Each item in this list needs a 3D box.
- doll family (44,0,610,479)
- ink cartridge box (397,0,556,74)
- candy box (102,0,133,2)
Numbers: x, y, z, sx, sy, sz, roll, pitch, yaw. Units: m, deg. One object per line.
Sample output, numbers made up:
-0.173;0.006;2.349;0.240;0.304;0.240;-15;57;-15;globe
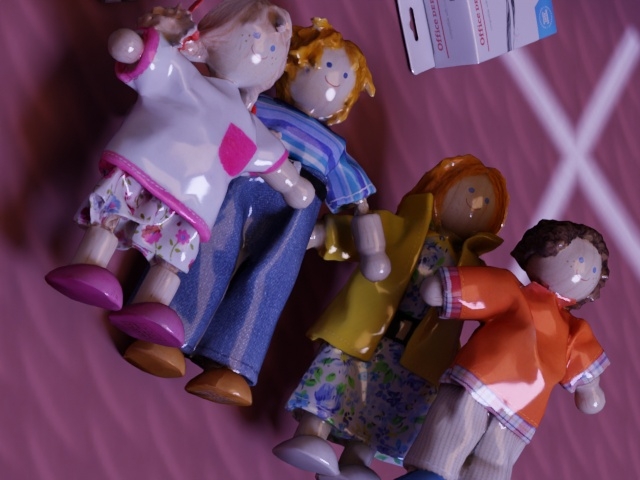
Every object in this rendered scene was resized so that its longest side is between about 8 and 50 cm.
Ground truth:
0.000;0.000;0.817;0.263;0.118;0.163;34;70;-22;doll family
0.074;-0.111;0.939;0.083;0.028;0.048;-25;108;-44;ink cartridge box
-0.024;-0.205;0.803;0.196;0.070;0.165;-32;112;-43;candy box
